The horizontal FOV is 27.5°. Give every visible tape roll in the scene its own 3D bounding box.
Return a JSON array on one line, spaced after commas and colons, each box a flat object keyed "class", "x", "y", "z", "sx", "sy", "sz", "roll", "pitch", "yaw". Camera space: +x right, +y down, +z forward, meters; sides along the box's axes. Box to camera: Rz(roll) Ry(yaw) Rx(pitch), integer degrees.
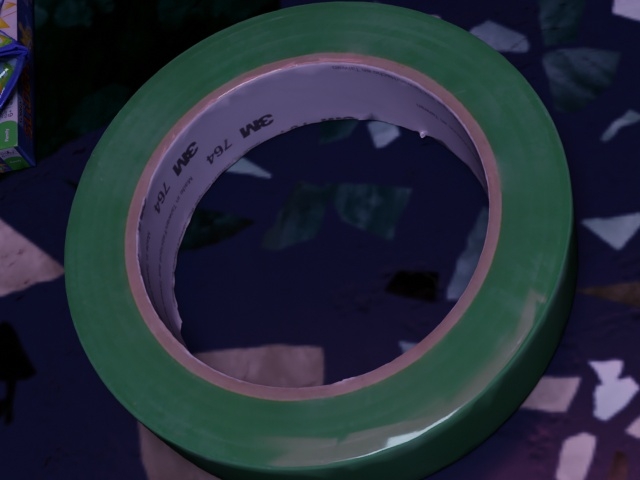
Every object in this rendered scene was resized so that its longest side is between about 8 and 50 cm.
[{"class": "tape roll", "x": 0.000, "y": 0.000, "z": 0.837, "sx": 0.321, "sy": 0.077, "sz": 0.321, "roll": -6, "pitch": 64, "yaw": 12}]

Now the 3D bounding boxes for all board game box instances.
[{"class": "board game box", "x": -0.287, "y": -0.136, "z": 0.997, "sx": 0.136, "sy": 0.035, "sz": 0.201, "roll": -12, "pitch": 63, "yaw": 8}]

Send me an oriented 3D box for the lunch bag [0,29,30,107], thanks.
[{"class": "lunch bag", "x": -0.299, "y": -0.115, "z": 0.922, "sx": 0.129, "sy": 0.096, "sz": 0.151, "roll": 33, "pitch": 63, "yaw": 27}]
